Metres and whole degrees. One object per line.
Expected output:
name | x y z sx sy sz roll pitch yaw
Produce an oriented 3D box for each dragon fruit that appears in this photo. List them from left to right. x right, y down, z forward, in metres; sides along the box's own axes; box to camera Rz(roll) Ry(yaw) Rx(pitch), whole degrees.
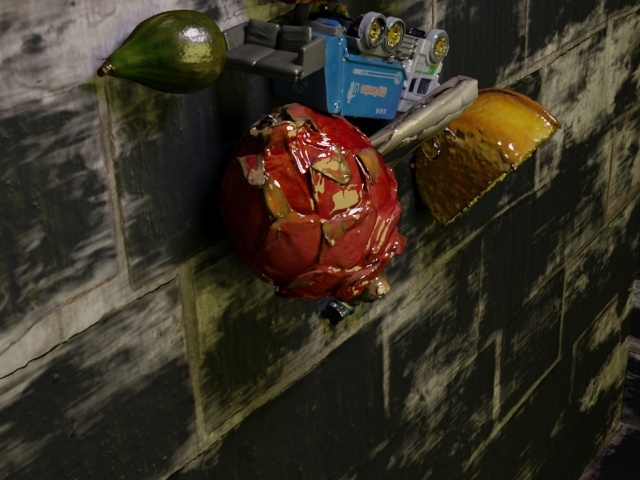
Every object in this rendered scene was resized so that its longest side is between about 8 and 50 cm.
dragon fruit | -0.014 -0.049 1.532 0.277 0.277 0.342 -46 113 -38

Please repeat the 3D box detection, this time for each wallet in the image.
wallet | 0.144 -0.167 1.746 0.335 0.068 0.275 -33 170 -24

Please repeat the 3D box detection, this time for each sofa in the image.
sofa | -0.073 -0.277 1.460 0.085 0.147 0.060 -38 136 -45

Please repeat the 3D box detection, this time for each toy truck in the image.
toy truck | 0.066 -0.298 1.678 0.367 0.146 0.175 -5 114 -54

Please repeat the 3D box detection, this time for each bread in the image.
bread | 0.299 -0.181 2.023 0.194 0.179 0.340 -39 177 -34

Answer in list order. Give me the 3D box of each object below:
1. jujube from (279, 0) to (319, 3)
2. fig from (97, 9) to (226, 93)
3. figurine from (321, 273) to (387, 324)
jujube | 0.008 -0.435 1.522 0.230 0.155 0.155 -34 130 -40
fig | -0.211 -0.243 1.318 0.177 0.117 0.117 -9 112 -33
figurine | 0.068 0.097 1.909 0.149 0.087 0.086 -46 176 -37
